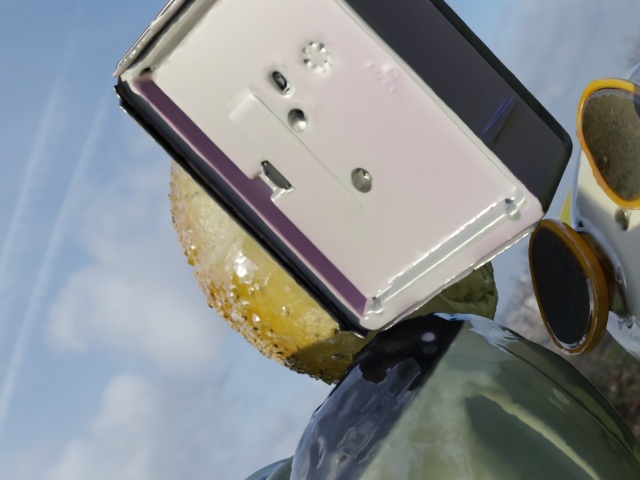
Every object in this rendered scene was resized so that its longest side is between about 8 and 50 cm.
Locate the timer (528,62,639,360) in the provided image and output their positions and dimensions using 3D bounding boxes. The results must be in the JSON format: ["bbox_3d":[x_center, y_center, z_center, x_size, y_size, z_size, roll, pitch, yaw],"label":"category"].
[{"bbox_3d":[0.289,-0.018,0.807,0.233,0.240,0.233,177,90,-72],"label":"timer"}]

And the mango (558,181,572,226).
[{"bbox_3d":[0.430,-0.042,1.712,0.114,0.156,0.251,-19,-42,-62],"label":"mango"}]

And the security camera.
[{"bbox_3d":[0.053,0.157,0.608,0.197,0.191,0.277,-45,-8,-42],"label":"security camera"}]

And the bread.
[{"bbox_3d":[0.000,0.000,0.930,0.159,0.305,0.305,-44,-5,19],"label":"bread"}]

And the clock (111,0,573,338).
[{"bbox_3d":[0.009,-0.063,0.578,0.144,0.193,0.073,-38,9,40],"label":"clock"}]
